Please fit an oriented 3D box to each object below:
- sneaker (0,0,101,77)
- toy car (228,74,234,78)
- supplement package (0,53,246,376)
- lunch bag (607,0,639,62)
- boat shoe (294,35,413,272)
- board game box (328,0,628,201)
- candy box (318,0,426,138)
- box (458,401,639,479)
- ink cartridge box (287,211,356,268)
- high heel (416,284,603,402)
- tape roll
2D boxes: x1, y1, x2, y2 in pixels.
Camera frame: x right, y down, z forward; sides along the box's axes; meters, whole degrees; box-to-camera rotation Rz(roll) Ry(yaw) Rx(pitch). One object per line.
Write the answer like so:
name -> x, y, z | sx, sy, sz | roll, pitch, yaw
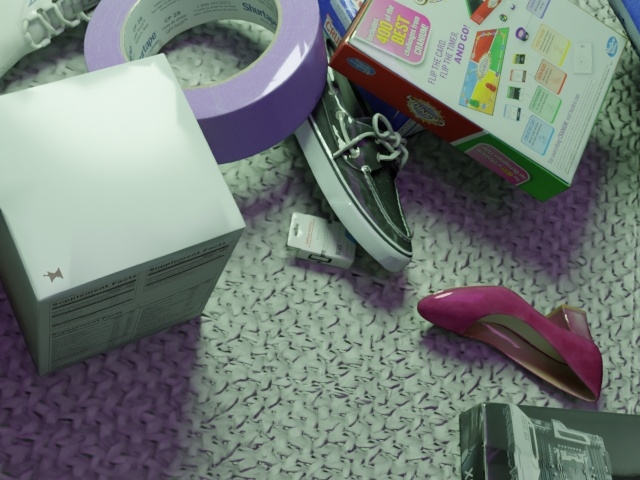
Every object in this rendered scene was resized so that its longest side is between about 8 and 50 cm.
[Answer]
sneaker -> -0.326, -0.295, 1.105 | 0.129, 0.111, 0.297 | 22, 64, 10
toy car -> -0.086, -0.165, 1.185 | 0.122, 0.060, 0.040 | 34, 17, -19
supplement package -> -0.224, -0.016, 0.942 | 0.198, 0.262, 0.199 | -20, 75, -23
lunch bag -> 0.557, -0.268, 1.234 | 0.386, 0.239, 0.327 | -15, 74, -35
boat shoe -> 0.049, -0.111, 1.138 | 0.105, 0.113, 0.306 | -33, 67, 20
board game box -> 0.200, -0.230, 1.141 | 0.317, 0.064, 0.242 | 32, 66, -9
candy box -> 0.158, -0.302, 1.257 | 0.317, 0.122, 0.268 | -22, 78, -25
box -> 0.316, 0.319, 1.062 | 0.308, 0.076, 0.242 | 8, 65, -13
ink cartridge box -> 0.000, 0.000, 1.133 | 0.083, 0.028, 0.048 | 14, 64, -11
high heel -> 0.230, 0.127, 1.119 | 0.244, 0.082, 0.117 | 14, 54, -25
tape roll -> -0.132, -0.223, 1.100 | 0.275, 0.090, 0.274 | -4, 59, 7
